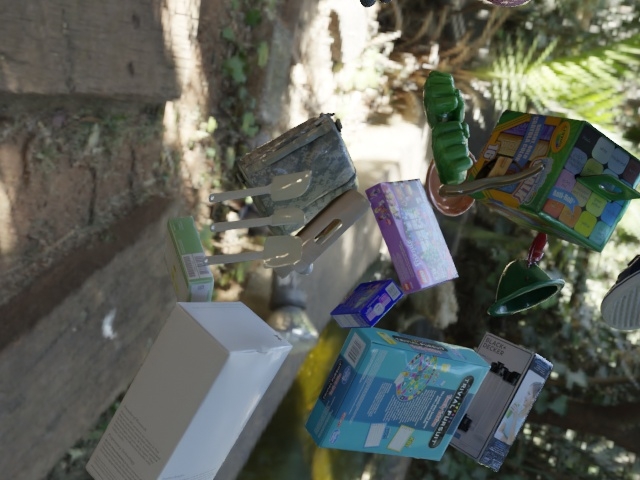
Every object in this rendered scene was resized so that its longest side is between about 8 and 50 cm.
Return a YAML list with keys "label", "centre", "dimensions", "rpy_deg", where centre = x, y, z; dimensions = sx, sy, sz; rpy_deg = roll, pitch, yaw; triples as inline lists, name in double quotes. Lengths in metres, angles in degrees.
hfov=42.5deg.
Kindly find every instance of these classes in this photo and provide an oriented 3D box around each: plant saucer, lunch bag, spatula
- label: "plant saucer"
  centre: [0.370, -0.169, 2.344]
  dimensions: [0.200, 0.037, 0.200]
  rpy_deg: [-5, 100, -33]
- label: "lunch bag"
  centre: [-0.060, -0.191, 2.215]
  dimensions: [0.305, 0.213, 0.256]
  rpy_deg: [-29, 157, -3]
- label: "spatula"
  centre: [-0.118, -0.028, 1.434]
  dimensions: [0.019, 0.242, 0.168]
  rpy_deg: [19, 70, -50]

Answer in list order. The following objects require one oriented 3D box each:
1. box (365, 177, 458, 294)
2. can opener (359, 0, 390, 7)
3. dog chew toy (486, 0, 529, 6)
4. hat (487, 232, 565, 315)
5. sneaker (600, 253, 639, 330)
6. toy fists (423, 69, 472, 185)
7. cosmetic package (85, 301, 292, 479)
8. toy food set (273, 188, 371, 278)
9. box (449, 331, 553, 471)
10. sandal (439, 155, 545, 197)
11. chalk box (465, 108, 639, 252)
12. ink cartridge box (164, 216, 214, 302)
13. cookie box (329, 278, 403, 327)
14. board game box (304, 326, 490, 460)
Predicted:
- label: "box"
  centre: [0.244, -0.016, 2.169]
  dimensions: [0.201, 0.057, 0.293]
  rpy_deg: [-12, 79, -51]
- label: "can opener"
  centre: [0.064, -0.574, 1.516]
  dimensions: [0.095, 0.076, 0.283]
  rpy_deg: [127, -58, -70]
- label: "dog chew toy"
  centre: [0.300, -0.592, 1.517]
  dimensions: [0.206, 0.332, 0.206]
  rpy_deg: [-47, -174, 6]
- label: "hat"
  centre: [0.427, 0.049, 1.816]
  dimensions: [0.208, 0.173, 0.184]
  rpy_deg: [1, 60, -42]
- label: "sneaker"
  centre: [0.669, 0.048, 1.564]
  dimensions: [0.126, 0.321, 0.127]
  rpy_deg: [49, 17, -28]
- label: "toy fists"
  centre: [0.302, -0.271, 1.959]
  dimensions: [0.142, 0.096, 0.279]
  rpy_deg: [58, 25, -66]
- label: "cosmetic package"
  centre: [-0.232, 0.297, 1.465]
  dimensions: [0.197, 0.155, 0.366]
  rpy_deg: [9, 114, -59]
- label: "toy food set"
  centre: [0.000, 0.000, 1.871]
  dimensions: [0.219, 0.092, 0.306]
  rpy_deg: [-43, -176, -10]
- label: "box"
  centre: [0.414, 0.385, 1.993]
  dimensions: [0.087, 0.169, 0.290]
  rpy_deg: [33, 85, -35]
- label: "sandal"
  centre: [0.265, -0.103, 1.270]
  dimensions: [0.072, 0.180, 0.049]
  rpy_deg: [167, -89, -78]
- label: "chalk box"
  centre: [0.427, -0.102, 1.448]
  dimensions: [0.179, 0.180, 0.289]
  rpy_deg: [-62, -153, 2]
- label: "ink cartridge box"
  centre: [-0.262, 0.093, 1.617]
  dimensions: [0.235, 0.056, 0.171]
  rpy_deg: [106, -32, -44]
- label: "cookie box"
  centre: [0.081, 0.113, 1.462]
  dimensions: [0.092, 0.040, 0.107]
  rpy_deg: [-43, -166, -25]
- label: "board game box"
  centre: [0.166, 0.328, 1.745]
  dimensions: [0.336, 0.079, 0.254]
  rpy_deg: [16, 107, -33]
